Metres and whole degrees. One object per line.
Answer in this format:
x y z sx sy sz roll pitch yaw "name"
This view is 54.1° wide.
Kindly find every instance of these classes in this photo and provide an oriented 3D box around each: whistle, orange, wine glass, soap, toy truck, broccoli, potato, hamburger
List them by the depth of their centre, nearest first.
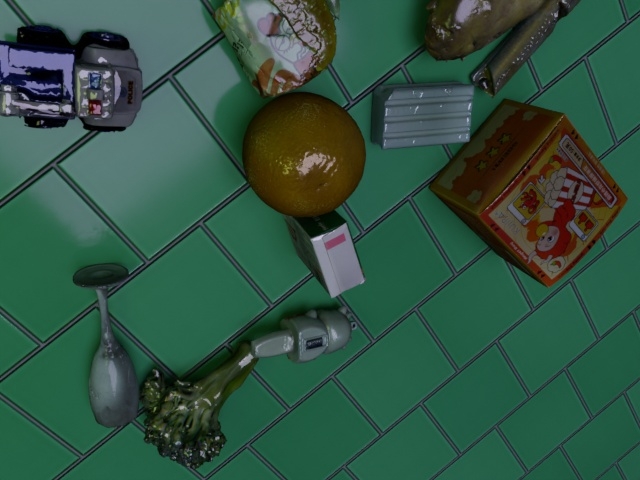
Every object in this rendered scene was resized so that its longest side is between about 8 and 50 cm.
-0.379 -0.237 0.958 0.213 0.177 0.161 -1 110 -21 "toy truck"
-0.050 -0.372 1.059 0.235 0.125 0.214 -25 121 2 "hamburger"
-0.030 -0.150 1.100 0.236 0.236 0.237 -8 114 -19 "orange"
-0.480 0.207 1.162 0.264 0.096 0.310 -3 113 -12 "wine glass"
0.304 -0.459 1.163 0.296 0.141 0.191 -44 136 -1 "potato"
0.204 -0.251 1.248 0.197 0.066 0.119 -7 112 -19 "soap"
0.435 -0.430 1.274 0.068 0.057 0.326 43 92 15 "whistle"
-0.258 0.311 1.284 0.198 0.177 0.275 20 72 6 "broccoli"
-0.029 0.203 1.321 0.253 0.105 0.102 -11 77 -30 "whistle"

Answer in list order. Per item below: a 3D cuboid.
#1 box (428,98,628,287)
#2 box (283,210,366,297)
0.440 -0.100 1.325 0.283 0.214 0.260 38 96 -30 "box"
0.000 0.000 1.195 0.081 0.199 0.135 -26 121 -12 "box"
